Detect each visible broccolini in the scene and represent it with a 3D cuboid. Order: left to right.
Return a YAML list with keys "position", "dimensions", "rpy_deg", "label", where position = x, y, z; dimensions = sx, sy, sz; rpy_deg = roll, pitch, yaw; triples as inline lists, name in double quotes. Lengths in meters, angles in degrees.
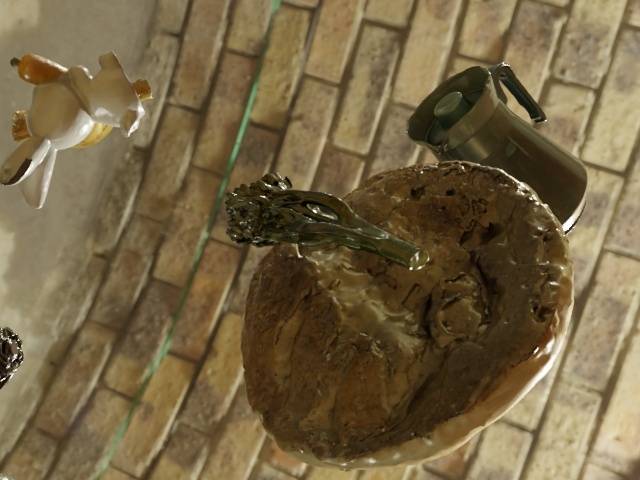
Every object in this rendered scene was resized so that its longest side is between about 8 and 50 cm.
- position: [0.008, -0.019, 0.774]
  dimensions: [0.091, 0.202, 0.068]
  rpy_deg: [18, 82, -50]
  label: "broccolini"

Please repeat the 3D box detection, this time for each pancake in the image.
- position: [0.078, 0.067, 0.985]
  dimensions: [0.082, 0.387, 0.387]
  rpy_deg: [54, 53, -39]
  label: "pancake"

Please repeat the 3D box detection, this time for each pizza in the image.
- position: [-0.341, -0.183, 1.443]
  dimensions: [0.188, 0.204, 0.081]
  rpy_deg: [-111, -175, -78]
  label: "pizza"

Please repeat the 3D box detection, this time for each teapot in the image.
- position: [0.235, -0.114, 1.259]
  dimensions: [0.225, 0.171, 0.203]
  rpy_deg: [46, 59, -25]
  label: "teapot"

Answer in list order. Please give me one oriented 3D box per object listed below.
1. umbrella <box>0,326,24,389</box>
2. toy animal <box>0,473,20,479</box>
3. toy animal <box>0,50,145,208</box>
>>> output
- position: [-0.598, 0.197, 1.415]
  dimensions: [0.118, 0.340, 0.118]
  rpy_deg: [-16, 90, -81]
  label: "umbrella"
- position: [-0.440, 0.341, 1.220]
  dimensions: [0.108, 0.236, 0.138]
  rpy_deg: [-125, -148, -79]
  label: "toy animal"
- position: [-0.300, -0.139, 1.116]
  dimensions: [0.181, 0.127, 0.131]
  rpy_deg: [-27, 147, -9]
  label: "toy animal"
